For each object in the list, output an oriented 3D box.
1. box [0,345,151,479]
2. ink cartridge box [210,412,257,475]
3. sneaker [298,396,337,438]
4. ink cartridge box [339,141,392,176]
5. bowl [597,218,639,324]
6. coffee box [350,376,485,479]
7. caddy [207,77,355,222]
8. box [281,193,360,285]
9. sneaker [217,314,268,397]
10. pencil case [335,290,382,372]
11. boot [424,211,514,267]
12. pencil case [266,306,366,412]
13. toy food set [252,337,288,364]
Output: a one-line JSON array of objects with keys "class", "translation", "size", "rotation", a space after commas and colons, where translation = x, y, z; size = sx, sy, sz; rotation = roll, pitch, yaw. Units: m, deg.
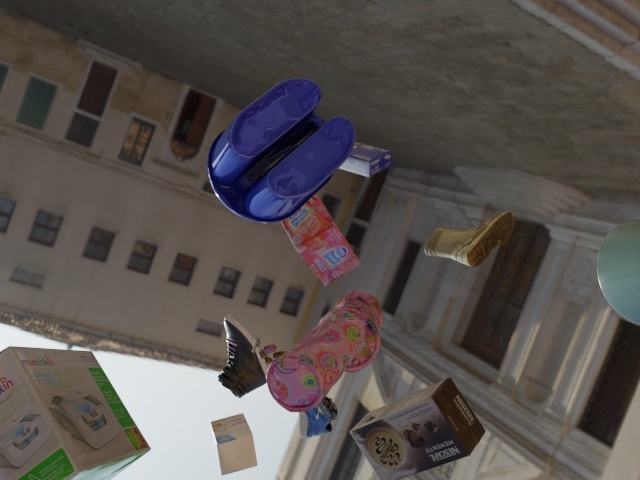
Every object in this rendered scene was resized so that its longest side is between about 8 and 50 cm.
[{"class": "box", "translation": [-0.444, 0.309, 1.052], "size": [0.231, 0.127, 0.262], "rotation": [54, 180, 15]}, {"class": "ink cartridge box", "translation": [-0.223, 0.508, 1.570], "size": [0.092, 0.089, 0.143], "rotation": [-11, -168, -16]}, {"class": "sneaker", "translation": [-0.013, 0.597, 2.300], "size": [0.147, 0.329, 0.129], "rotation": [-4, -145, 3]}, {"class": "ink cartridge box", "translation": [0.082, -0.228, 1.670], "size": [0.207, 0.046, 0.097], "rotation": [22, -141, 38]}, {"class": "bowl", "translation": [0.939, 0.077, 1.687], "size": [0.312, 0.311, 0.163], "rotation": [20, 168, -4]}, {"class": "coffee box", "translation": [0.247, 0.495, 1.608], "size": [0.119, 0.297, 0.168], "rotation": [-26, -97, -53]}, {"class": "caddy", "translation": [-0.087, -0.193, 1.372], "size": [0.241, 0.341, 0.179], "rotation": [48, 149, -5]}, {"class": "box", "translation": [0.000, 0.000, 1.977], "size": [0.154, 0.142, 0.300], "rotation": [59, -178, 32]}, {"class": "sneaker", "translation": [-0.270, 0.383, 1.977], "size": [0.105, 0.147, 0.295], "rotation": [19, 137, 50]}, {"class": "pencil case", "translation": [0.096, 0.245, 1.754], "size": [0.160, 0.167, 0.386], "rotation": [33, -174, 5]}, {"class": "boot", "translation": [0.483, -0.018, 2.015], "size": [0.204, 0.262, 0.095], "rotation": [12, 135, 51]}, {"class": "pencil case", "translation": [0.000, 0.229, 1.243], "size": [0.124, 0.124, 0.284], "rotation": [21, -158, 17]}, {"class": "toy food set", "translation": [-0.101, 0.273, 1.448], "size": [0.122, 0.077, 0.019], "rotation": [22, -138, 2]}]
